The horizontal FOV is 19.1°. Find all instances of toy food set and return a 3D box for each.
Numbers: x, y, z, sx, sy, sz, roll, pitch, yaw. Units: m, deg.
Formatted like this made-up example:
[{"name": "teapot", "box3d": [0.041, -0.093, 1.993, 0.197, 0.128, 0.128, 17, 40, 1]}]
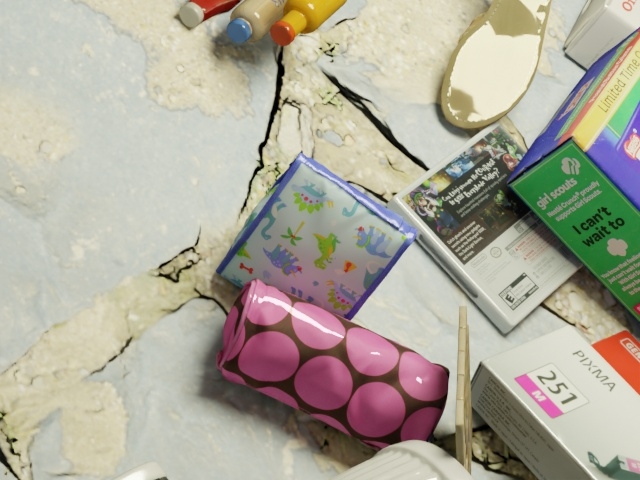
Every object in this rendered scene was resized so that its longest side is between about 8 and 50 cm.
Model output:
[{"name": "toy food set", "box3d": [-0.097, -0.273, 1.863, 0.232, 0.111, 0.104, 43, 46, 0]}]

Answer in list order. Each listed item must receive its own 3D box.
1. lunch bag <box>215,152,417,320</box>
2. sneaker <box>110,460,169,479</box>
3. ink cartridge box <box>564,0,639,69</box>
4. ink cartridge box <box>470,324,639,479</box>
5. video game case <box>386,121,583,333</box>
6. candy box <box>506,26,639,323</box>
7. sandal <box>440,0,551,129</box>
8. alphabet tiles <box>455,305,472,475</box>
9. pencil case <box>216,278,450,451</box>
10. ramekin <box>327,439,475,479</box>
[{"name": "lunch bag", "box3d": [0.000, 0.000, 1.698, 0.129, 0.151, 0.096, 33, 47, -5]}, {"name": "sneaker", "box3d": [-0.170, 0.259, 1.456, 0.217, 0.079, 0.121, -26, 72, -42]}, {"name": "ink cartridge box", "box3d": [0.401, -0.219, 2.140, 0.218, 0.092, 0.158, 34, 47, -3]}, {"name": "ink cartridge box", "box3d": [0.307, 0.188, 1.768, 0.239, 0.060, 0.275, -19, 54, -38]}, {"name": "video game case", "box3d": [0.180, -0.016, 1.908, 0.173, 0.022, 0.190, 48, 48, 7]}, {"name": "candy box", "box3d": [0.378, -0.041, 1.956, 0.317, 0.122, 0.268, 44, 46, -5]}, {"name": "sandal", "box3d": [0.194, -0.213, 2.016, 0.088, 0.079, 0.240, 23, 77, 1]}, {"name": "alphabet tiles", "box3d": [0.123, 0.179, 1.621, 0.009, 0.198, 0.237, -1, 26, 6]}, {"name": "pencil case", "box3d": [0.009, 0.117, 1.664, 0.209, 0.098, 0.095, 27, 16, -9]}, {"name": "ramekin", "box3d": [0.058, 0.272, 1.507, 0.109, 0.207, 0.207, -16, 67, -28]}]
